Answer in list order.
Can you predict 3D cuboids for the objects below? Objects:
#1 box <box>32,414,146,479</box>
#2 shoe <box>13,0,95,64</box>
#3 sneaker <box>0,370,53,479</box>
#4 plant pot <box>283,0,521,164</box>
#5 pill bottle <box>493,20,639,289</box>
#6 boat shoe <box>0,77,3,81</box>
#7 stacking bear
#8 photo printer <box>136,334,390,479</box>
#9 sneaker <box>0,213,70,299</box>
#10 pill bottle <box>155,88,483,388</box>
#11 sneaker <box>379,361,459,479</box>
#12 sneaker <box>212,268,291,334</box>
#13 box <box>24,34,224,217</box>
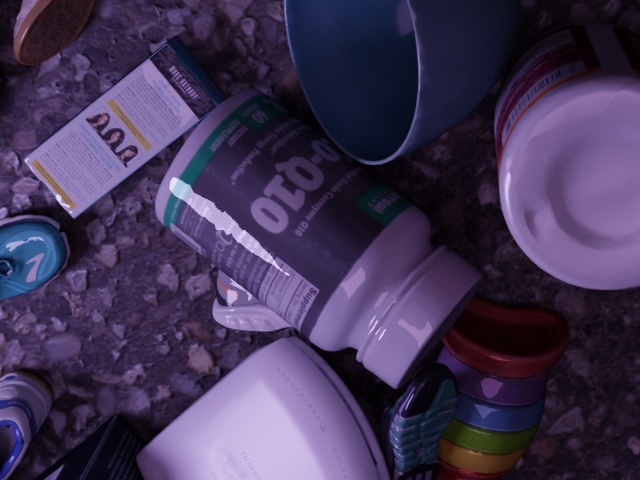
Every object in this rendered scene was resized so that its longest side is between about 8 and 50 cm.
[{"bbox_3d":[-0.269,0.493,1.970,0.293,0.212,0.395,-37,101,16],"label":"box"},{"bbox_3d":[-0.312,-0.310,1.781,0.076,0.058,0.219,13,122,-48],"label":"shoe"},{"bbox_3d":[-0.477,0.306,1.969,0.112,0.131,0.296,33,110,-8],"label":"sneaker"},{"bbox_3d":[0.112,-0.250,1.669,0.195,0.290,0.290,-17,111,-27],"label":"plant pot"},{"bbox_3d":[0.303,-0.114,1.609,0.224,0.392,0.224,2,109,5],"label":"pill bottle"},{"bbox_3d":[-0.446,-0.198,1.806,0.103,0.113,0.302,27,120,-6],"label":"boat shoe"},{"bbox_3d":[0.200,0.235,1.872,0.175,0.164,0.289,12,114,1],"label":"stacking bear"},{"bbox_3d":[-0.067,0.290,1.869,0.307,0.107,0.256,-41,72,27],"label":"photo printer"},{"bbox_3d":[-0.449,0.053,1.888,0.275,0.110,0.107,-22,106,12],"label":"sneaker"},{"bbox_3d":[0.000,0.000,1.731,0.361,0.204,0.204,37,109,10],"label":"pill bottle"},{"bbox_3d":[0.104,0.215,1.794,0.083,0.098,0.224,-12,135,-25],"label":"sneaker"},{"bbox_3d":[-0.005,0.060,1.857,0.271,0.100,0.108,0,104,5],"label":"sneaker"},{"bbox_3d":[-0.245,-0.141,1.826,0.244,0.060,0.100,-36,103,16],"label":"box"}]
